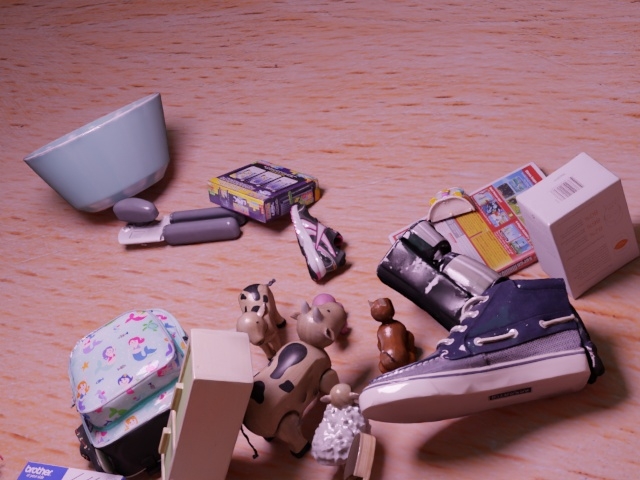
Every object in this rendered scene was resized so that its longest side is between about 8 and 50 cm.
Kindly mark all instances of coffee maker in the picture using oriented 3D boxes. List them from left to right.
[{"bbox_3d":[0.175,0.078,1.651,0.178,0.120,0.171,36,66,28],"label":"coffee maker"}]

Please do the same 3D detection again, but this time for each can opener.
[{"bbox_3d":[-0.283,-0.035,2.108,0.280,0.093,0.074,-2,45,22],"label":"can opener"}]

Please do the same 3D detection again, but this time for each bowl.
[{"bbox_3d":[-0.435,-0.169,2.232,0.311,0.163,0.311,-25,14,7],"label":"bowl"}]

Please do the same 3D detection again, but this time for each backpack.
[{"bbox_3d":[-0.296,0.226,1.757,0.225,0.191,0.253,-31,34,-3],"label":"backpack"}]

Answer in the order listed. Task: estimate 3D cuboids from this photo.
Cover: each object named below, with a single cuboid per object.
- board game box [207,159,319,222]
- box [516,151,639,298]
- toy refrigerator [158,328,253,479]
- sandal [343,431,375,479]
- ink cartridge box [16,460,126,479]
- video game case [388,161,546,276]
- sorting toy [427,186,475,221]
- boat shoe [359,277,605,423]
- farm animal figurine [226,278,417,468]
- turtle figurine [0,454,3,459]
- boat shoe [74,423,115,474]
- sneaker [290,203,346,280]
[{"bbox_3d":[-0.109,-0.096,2.060,0.141,0.048,0.170,-26,32,-35],"label":"board game box"},{"bbox_3d":[0.390,-0.021,1.628,0.130,0.170,0.091,-33,40,-6],"label":"box"},{"bbox_3d":[-0.173,0.260,1.568,0.094,0.269,0.102,6,39,-14],"label":"toy refrigerator"},{"bbox_3d":[0.061,0.384,1.447,0.079,0.088,0.240,17,72,-8],"label":"sandal"},{"bbox_3d":[-0.404,0.414,1.713,0.207,0.046,0.097,1,46,31],"label":"ink cartridge box"},{"bbox_3d":[0.274,-0.009,1.799,0.285,0.025,0.204,-27,39,1],"label":"video game case"},{"bbox_3d":[0.219,-0.071,1.855,0.083,0.045,0.075,-17,21,13],"label":"sorting toy"},{"bbox_3d":[0.214,0.154,1.527,0.340,0.127,0.158,-9,63,-2],"label":"boat shoe"},{"bbox_3d":[-0.034,0.175,1.658,0.330,0.172,0.327,4,49,34],"label":"farm animal figurine"},{"bbox_3d":[-0.638,0.396,1.814,0.234,0.118,0.175,-24,21,30],"label":"turtle figurine"},{"bbox_3d":[-0.369,0.345,1.770,0.042,0.049,0.133,-41,40,2],"label":"boat shoe"},{"bbox_3d":[0.000,0.000,1.928,0.077,0.072,0.178,-17,47,-5],"label":"sneaker"}]
